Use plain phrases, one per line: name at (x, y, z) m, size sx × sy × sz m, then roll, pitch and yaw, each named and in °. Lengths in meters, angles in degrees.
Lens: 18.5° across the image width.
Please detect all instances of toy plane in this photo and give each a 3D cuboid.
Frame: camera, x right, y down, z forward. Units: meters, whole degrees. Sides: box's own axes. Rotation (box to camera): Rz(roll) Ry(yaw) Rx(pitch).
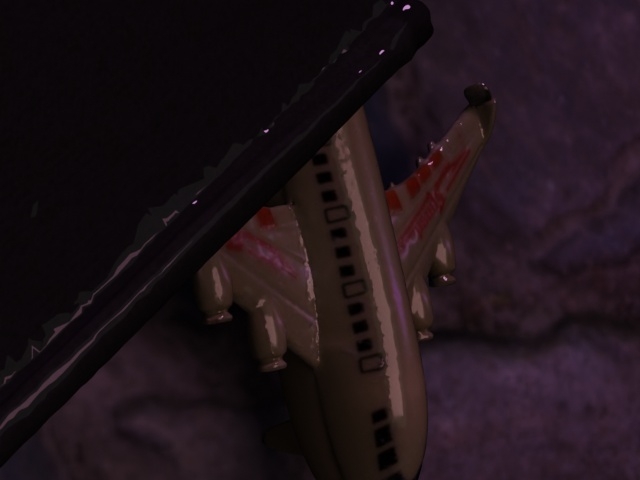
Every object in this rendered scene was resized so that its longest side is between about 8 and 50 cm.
toy plane at (0.000, 0.000, 0.814) m, size 0.229 × 0.092 × 0.244 m, roll -8°, pitch 95°, yaw -46°

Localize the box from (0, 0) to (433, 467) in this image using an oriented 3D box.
box at (-0.190, -0.026, 0.565) m, size 0.345 × 0.251 × 0.204 m, roll -47°, pitch 115°, yaw -31°
